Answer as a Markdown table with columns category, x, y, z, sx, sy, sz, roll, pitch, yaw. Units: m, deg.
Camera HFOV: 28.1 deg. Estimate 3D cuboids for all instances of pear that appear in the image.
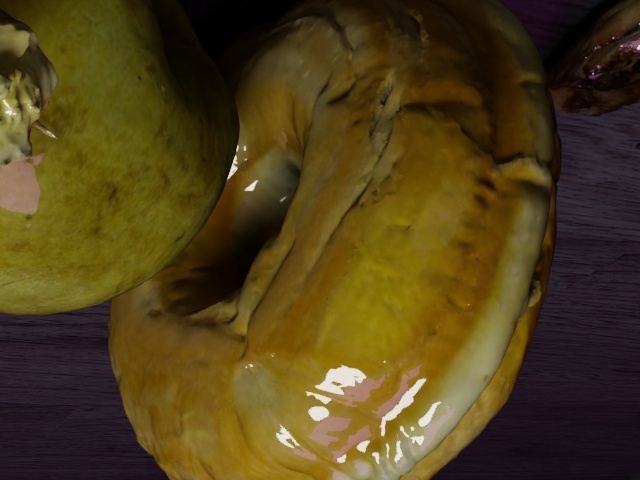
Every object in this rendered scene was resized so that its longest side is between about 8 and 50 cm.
| category | x | y | z | sx | sy | sz | roll | pitch | yaw |
| --- | --- | --- | --- | --- | --- | --- | --- | --- | --- |
| pear | -0.219 | -0.094 | 0.874 | 0.304 | 0.304 | 0.304 | -6 | 157 | -3 |

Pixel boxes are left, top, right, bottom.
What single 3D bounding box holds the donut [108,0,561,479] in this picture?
| category | x | y | z | sx | sy | sz | roll | pitch | yaw |
| --- | --- | --- | --- | --- | --- | --- | --- | --- | --- |
| donut | 0.000 | 0.000 | 0.983 | 0.198 | 0.449 | 0.449 | 28 | 140 | -35 |

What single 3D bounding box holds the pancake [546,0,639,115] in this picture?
| category | x | y | z | sx | sy | sz | roll | pitch | yaw |
| --- | --- | --- | --- | --- | --- | --- | --- | --- | --- |
| pancake | 0.303 | -0.185 | 1.127 | 0.257 | 0.056 | 0.212 | -18 | 161 | 10 |

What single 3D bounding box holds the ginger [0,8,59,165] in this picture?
| category | x | y | z | sx | sy | sz | roll | pitch | yaw |
| --- | --- | --- | --- | --- | --- | --- | --- | --- | --- |
| ginger | -0.313 | -0.159 | 0.657 | 0.236 | 0.375 | 0.166 | -32 | 174 | 22 |
